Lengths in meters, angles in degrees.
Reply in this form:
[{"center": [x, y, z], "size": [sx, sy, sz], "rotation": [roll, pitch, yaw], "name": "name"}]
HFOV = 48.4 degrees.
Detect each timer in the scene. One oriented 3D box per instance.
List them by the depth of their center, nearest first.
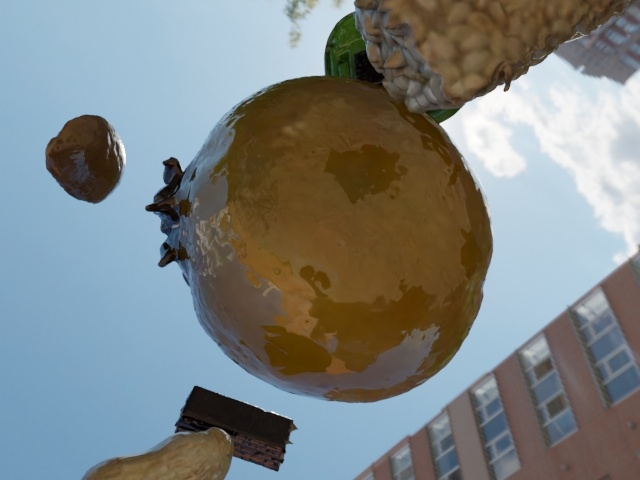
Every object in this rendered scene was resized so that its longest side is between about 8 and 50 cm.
[{"center": [0.068, -0.161, 0.655], "size": [0.047, 0.140, 0.128], "rotation": [26, -122, -59], "name": "timer"}]

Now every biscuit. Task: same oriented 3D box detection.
[{"center": [0.098, -0.126, 0.348], "size": [0.082, 0.168, 0.070], "rotation": [56, 170, -11], "name": "biscuit"}, {"center": [-0.177, 0.399, 1.517], "size": [0.252, 0.070, 0.106], "rotation": [19, -154, -3], "name": "biscuit"}]

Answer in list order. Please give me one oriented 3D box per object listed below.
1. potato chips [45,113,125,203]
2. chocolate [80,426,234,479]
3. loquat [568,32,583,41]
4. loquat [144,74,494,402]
[{"center": [-0.403, -0.142, 1.272], "size": [0.049, 0.201, 0.150], "rotation": [26, -109, 18], "name": "potato chips"}, {"center": [-0.308, 0.452, 1.364], "size": [0.309, 0.134, 0.134], "rotation": [-16, -120, -23], "name": "chocolate"}, {"center": [0.196, -0.235, 0.621], "size": [0.141, 0.141, 0.141], "rotation": [24, -142, -20], "name": "loquat"}, {"center": [0.000, 0.000, 0.502], "size": [0.244, 0.244, 0.244], "rotation": [24, -142, -20], "name": "loquat"}]
